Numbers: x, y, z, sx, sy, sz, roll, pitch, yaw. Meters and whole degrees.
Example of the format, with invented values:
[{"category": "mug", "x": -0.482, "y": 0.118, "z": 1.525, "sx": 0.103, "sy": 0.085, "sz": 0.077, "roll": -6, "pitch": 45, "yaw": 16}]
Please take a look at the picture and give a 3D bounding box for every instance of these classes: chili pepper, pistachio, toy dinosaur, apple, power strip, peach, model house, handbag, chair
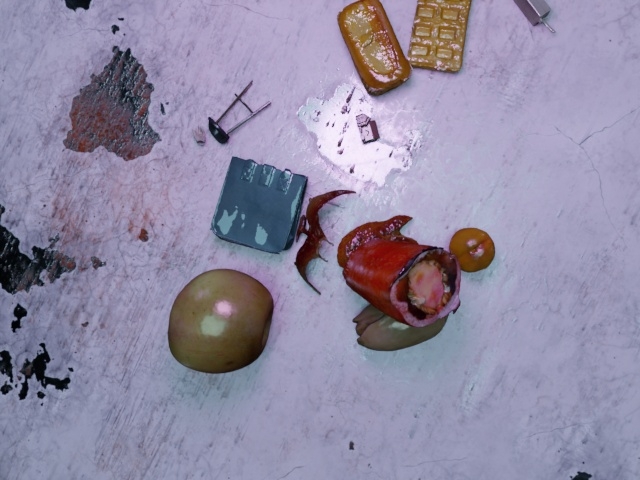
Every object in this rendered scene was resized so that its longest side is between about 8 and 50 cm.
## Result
[{"category": "chili pepper", "x": 0.218, "y": 0.085, "z": 1.381, "sx": 0.251, "sy": 0.305, "sz": 0.229, "roll": -34, "pitch": 120, "yaw": -15}, {"category": "pistachio", "x": 0.246, "y": 0.248, "z": 1.492, "sx": 0.293, "sy": 0.181, "sz": 0.162, "roll": -18, "pitch": 51, "yaw": 4}, {"category": "toy dinosaur", "x": 0.003, "y": 0.009, "z": 1.535, "sx": 0.113, "sy": 0.206, "sz": 0.327, "roll": 5, "pitch": 85, "yaw": -31}, {"category": "apple", "x": -0.287, "y": 0.245, "z": 1.485, "sx": 0.277, "sy": 0.319, "sz": 0.319, "roll": 10, "pitch": 92, "yaw": 15}, {"category": "power strip", "x": 0.644, "y": -0.687, "z": 1.469, "sx": 0.042, "sy": 0.075, "sz": 0.175, "roll": -36, "pitch": 88, "yaw": 7}, {"category": "peach", "x": 0.456, "y": 0.026, "z": 1.475, "sx": 0.138, "sy": 0.138, "sz": 0.138, "roll": 0, "pitch": 91, "yaw": 7}, {"category": "model house", "x": 0.148, "y": -0.356, "z": 1.546, "sx": 0.058, "sy": 0.057, "sz": 0.083, "roll": -14, "pitch": 87, "yaw": 12}, {"category": "handbag", "x": -0.188, "y": -0.110, "z": 1.576, "sx": 0.269, "sy": 0.100, "sz": 0.274, "roll": 14, "pitch": 92, "yaw": 11}, {"category": "chair", "x": -0.278, "y": -0.415, "z": 1.581, "sx": 0.221, "sy": 0.095, "sz": 0.104, "roll": -45, "pitch": 74, "yaw": 6}]

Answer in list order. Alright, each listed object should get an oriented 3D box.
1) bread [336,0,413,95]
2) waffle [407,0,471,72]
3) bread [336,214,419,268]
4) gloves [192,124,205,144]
[{"category": "bread", "x": 0.163, "y": -0.592, "z": 1.512, "sx": 0.152, "sy": 0.119, "sz": 0.288, "roll": -23, "pitch": 88, "yaw": 3}, {"category": "waffle", "x": 0.365, "y": -0.656, "z": 1.513, "sx": 0.168, "sy": 0.057, "sz": 0.274, "roll": 9, "pitch": 92, "yaw": 7}, {"category": "bread", "x": 0.175, "y": 0.008, "z": 1.530, "sx": 0.269, "sy": 0.095, "sz": 0.139, "roll": -20, "pitch": 96, "yaw": 3}, {"category": "gloves", "x": -0.401, "y": -0.344, "z": 1.625, "sx": 0.044, "sy": 0.037, "sz": 0.081, "roll": 6, "pitch": 73, "yaw": -28}]
